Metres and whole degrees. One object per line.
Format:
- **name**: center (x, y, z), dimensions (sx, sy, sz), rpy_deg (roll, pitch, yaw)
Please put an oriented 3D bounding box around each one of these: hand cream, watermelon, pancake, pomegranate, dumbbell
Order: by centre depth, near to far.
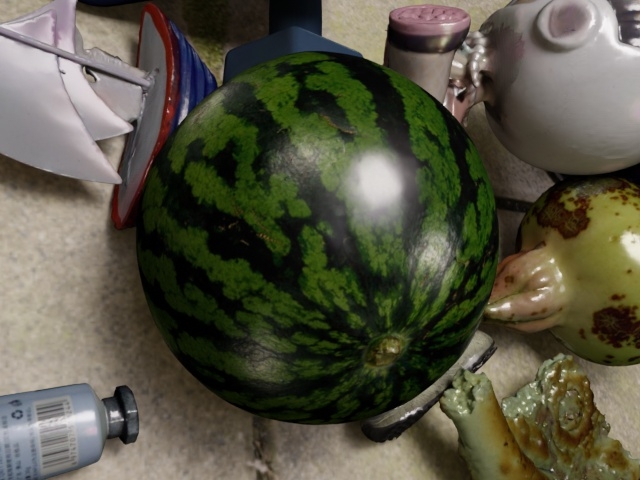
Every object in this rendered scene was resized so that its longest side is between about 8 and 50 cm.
- **hand cream**: center (-0.260, 0.142, 0.421), dimensions (0.272, 0.058, 0.091), rpy_deg (-6, 84, -32)
- **watermelon**: center (0.000, 0.000, 0.514), dimensions (0.285, 0.285, 0.284), rpy_deg (14, 62, -28)
- **pancake**: center (0.261, 0.218, 0.688), dimensions (0.377, 0.054, 0.197), rpy_deg (23, 70, -37)
- **dumbbell**: center (-0.028, -0.253, 0.696), dimensions (0.144, 0.157, 0.316), rpy_deg (35, 47, -54)
- **pomegranate**: center (0.306, 0.034, 0.743), dimensions (0.277, 0.204, 0.221), rpy_deg (3, 48, -35)

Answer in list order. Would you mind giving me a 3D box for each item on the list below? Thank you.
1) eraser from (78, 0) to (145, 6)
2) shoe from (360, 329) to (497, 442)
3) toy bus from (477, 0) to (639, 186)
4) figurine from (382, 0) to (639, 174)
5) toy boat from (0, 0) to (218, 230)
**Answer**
- **eraser**: center (-0.082, -0.315, 0.593), dimensions (0.333, 0.101, 0.154), rpy_deg (-3, 66, 12)
- **shoe**: center (0.099, 0.133, 0.658), dimensions (0.195, 0.074, 0.077), rpy_deg (-25, 65, -38)
- **toy bus**: center (0.445, -0.188, 0.940), dimensions (0.249, 0.209, 0.439), rpy_deg (-34, 88, -41)
- **figurine**: center (0.239, -0.172, 0.726), dimensions (0.362, 0.253, 0.210), rpy_deg (-8, 103, 3)
- **toy boat**: center (-0.211, -0.110, 0.528), dimensions (0.318, 0.072, 0.219), rpy_deg (-14, 86, -47)
